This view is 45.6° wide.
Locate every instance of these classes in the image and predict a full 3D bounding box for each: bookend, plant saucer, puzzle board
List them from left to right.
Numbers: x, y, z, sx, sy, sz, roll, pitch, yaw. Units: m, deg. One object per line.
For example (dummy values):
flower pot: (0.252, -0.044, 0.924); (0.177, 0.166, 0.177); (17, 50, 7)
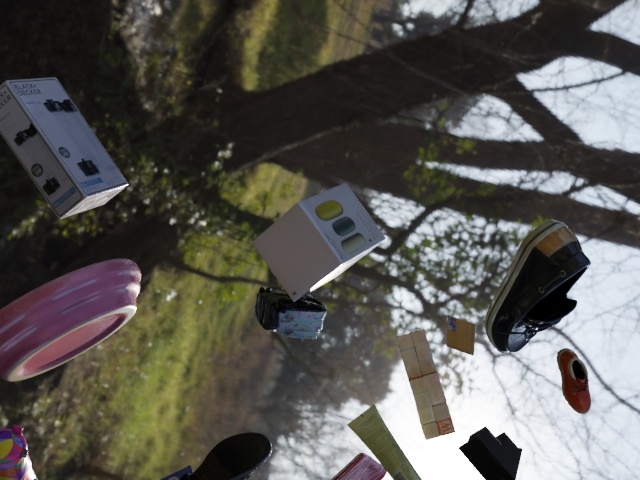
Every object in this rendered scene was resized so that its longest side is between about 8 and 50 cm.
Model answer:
plant saucer: (-0.462, 0.153, 1.363); (0.332, 0.084, 0.332); (-31, 171, -5)
puzzle board: (0.453, 0.305, 2.455); (0.011, 0.096, 0.128); (-37, 134, -43)
bookend: (0.469, 0.573, 2.092); (0.072, 0.157, 0.156); (-41, 180, 27)

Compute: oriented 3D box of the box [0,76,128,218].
box: (-0.559, -0.201, 1.616); (0.087, 0.290, 0.169); (-34, 180, 23)

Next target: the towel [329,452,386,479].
towel: (0.105, 0.762, 2.393); (0.199, 0.031, 0.275); (-43, 147, -3)

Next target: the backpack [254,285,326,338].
backpack: (-0.077, 0.200, 2.064); (0.152, 0.182, 0.115); (48, -55, 59)

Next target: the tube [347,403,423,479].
tube: (0.177, 0.554, 2.008); (0.070, 0.240, 0.062); (-18, 149, -40)

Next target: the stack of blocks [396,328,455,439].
stack of blocks: (0.299, 0.408, 2.194); (0.171, 0.087, 0.297); (55, 20, -81)

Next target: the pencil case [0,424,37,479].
pencil case: (-0.735, 0.535, 1.815); (0.236, 0.105, 0.104); (108, -3, -48)

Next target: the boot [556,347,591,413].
boot: (0.587, 0.330, 1.740); (0.084, 0.059, 0.157); (-127, -162, -85)

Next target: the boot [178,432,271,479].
boot: (-0.191, 0.534, 1.639); (0.091, 0.263, 0.229); (53, -5, 39)

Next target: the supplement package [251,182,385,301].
supplement package: (0.000, 0.000, 2.047); (0.198, 0.199, 0.263); (-39, 173, 33)

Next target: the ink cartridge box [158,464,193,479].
ink cartridge box: (-0.485, 0.821, 2.157); (0.330, 0.324, 0.071); (-122, -168, -45)

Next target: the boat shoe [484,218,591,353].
boat shoe: (0.546, 0.158, 1.925); (0.187, 0.156, 0.500); (-27, 148, -25)
